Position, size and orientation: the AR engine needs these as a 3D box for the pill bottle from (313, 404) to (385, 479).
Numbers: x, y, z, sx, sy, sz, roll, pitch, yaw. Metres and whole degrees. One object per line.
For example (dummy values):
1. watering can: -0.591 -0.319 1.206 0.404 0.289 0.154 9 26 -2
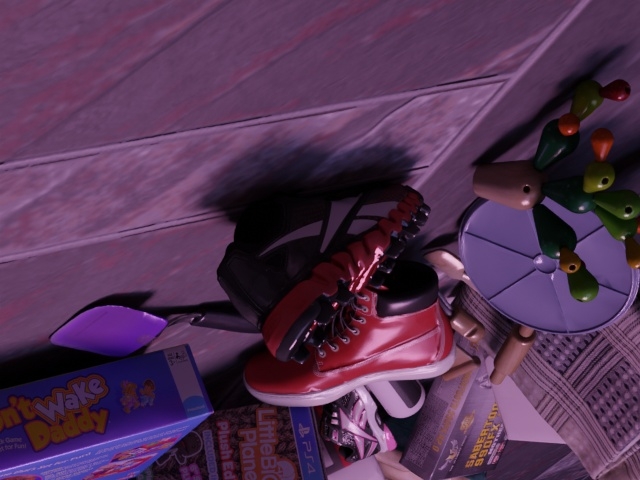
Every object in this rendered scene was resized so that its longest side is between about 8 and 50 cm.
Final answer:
1. pill bottle: -0.083 0.336 2.270 0.318 0.176 0.176 -24 162 -6

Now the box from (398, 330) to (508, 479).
1. box: 0.212 0.202 2.317 0.183 0.056 0.231 3 113 -57

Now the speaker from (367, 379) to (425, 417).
1. speaker: 0.077 0.157 2.082 0.055 0.055 0.136 -28 139 6

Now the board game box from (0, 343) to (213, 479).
1. board game box: -0.310 0.213 1.741 0.347 0.078 0.233 -13 163 -31

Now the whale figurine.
1. whale figurine: 0.145 0.285 2.482 0.141 0.216 0.272 -66 155 -6

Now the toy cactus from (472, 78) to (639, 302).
1. toy cactus: 0.238 -0.056 1.710 0.180 0.219 0.112 10 -154 37

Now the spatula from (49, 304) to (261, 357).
1. spatula: -0.137 0.085 1.746 0.084 0.030 0.296 -36 159 33

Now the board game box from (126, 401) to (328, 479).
1. board game box: -0.143 0.302 2.056 0.291 0.141 0.232 -10 160 -6

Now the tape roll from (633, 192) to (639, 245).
1. tape roll: 0.410 -0.005 2.056 0.286 0.100 0.286 -31 171 -5

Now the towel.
1. towel: 0.300 0.131 2.002 0.056 0.324 0.312 -35 168 -32

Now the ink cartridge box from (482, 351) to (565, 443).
1. ink cartridge box: 0.391 0.141 2.230 0.226 0.131 0.306 -3 -160 47

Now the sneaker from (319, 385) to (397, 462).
1. sneaker: 0.030 0.212 2.137 0.077 0.072 0.178 -30 122 -4

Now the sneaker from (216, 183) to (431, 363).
1. sneaker: 0.000 0.000 1.603 0.276 0.135 0.097 -40 165 -50

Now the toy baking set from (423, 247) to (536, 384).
1. toy baking set: 0.153 0.099 2.016 0.197 0.030 0.256 15 147 -8

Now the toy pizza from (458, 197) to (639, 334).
1. toy pizza: 0.245 0.017 1.871 0.201 0.201 0.032 -45 -172 44

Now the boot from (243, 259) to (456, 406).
1. boot: 0.019 0.094 1.934 0.244 0.088 0.176 -13 140 5
